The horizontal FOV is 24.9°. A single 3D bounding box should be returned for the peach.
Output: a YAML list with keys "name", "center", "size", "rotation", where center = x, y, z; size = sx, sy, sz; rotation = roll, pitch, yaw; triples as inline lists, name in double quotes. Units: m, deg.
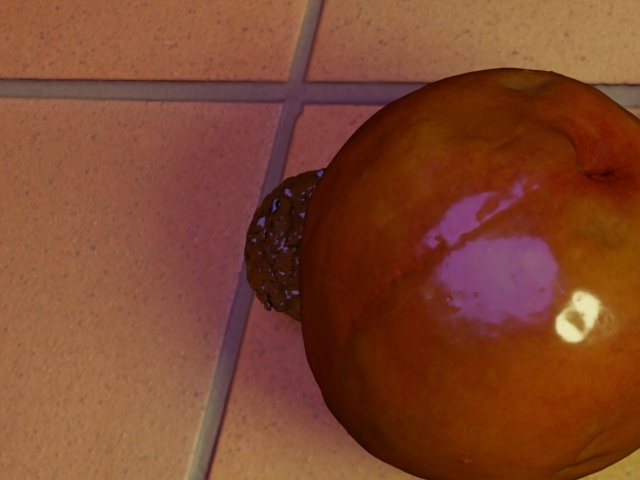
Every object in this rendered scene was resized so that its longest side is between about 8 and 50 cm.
- name: "peach"
  center: [0.148, 0.024, 1.152]
  size: [0.342, 0.302, 0.343]
  rotation: [7, 57, -11]

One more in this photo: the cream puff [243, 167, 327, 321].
- name: "cream puff"
  center: [0.000, 0.000, 1.359]
  size: [0.165, 0.115, 0.150]
  rotation: [-50, 53, -2]
